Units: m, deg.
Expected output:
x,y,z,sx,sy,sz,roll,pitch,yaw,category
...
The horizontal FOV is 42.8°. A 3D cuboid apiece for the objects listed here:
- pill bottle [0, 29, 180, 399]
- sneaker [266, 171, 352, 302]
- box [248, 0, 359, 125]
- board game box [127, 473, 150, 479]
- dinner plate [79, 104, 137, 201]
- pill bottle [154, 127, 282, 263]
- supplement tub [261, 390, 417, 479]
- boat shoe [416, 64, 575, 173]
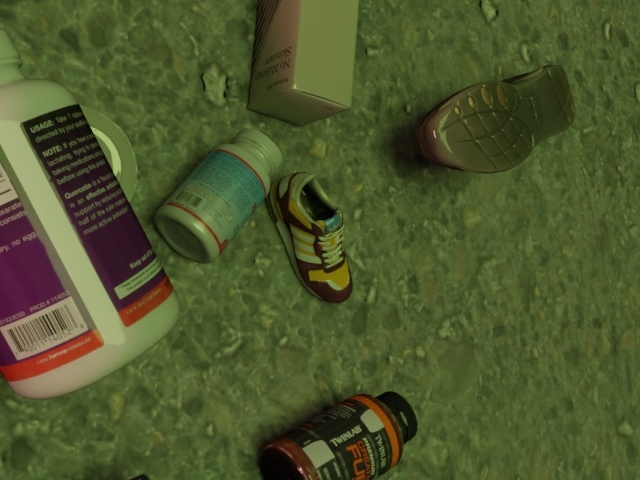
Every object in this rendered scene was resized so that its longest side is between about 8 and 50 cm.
x,y,z,sx,sy,sz,roll,pitch,yaw,category
-0.278,-0.024,0.778,0.181,0.181,0.323,-32,103,-35,pill bottle
0.000,0.000,1.043,0.069,0.083,0.186,-40,107,-33,sneaker
-0.017,-0.298,1.054,0.094,0.113,0.275,13,75,-34,box
-0.187,0.346,0.815,0.194,0.060,0.194,-19,72,-13,board game box
-0.265,-0.082,0.899,0.141,0.017,0.141,7,79,-37,dinner plate
-0.115,-0.056,0.963,0.087,0.087,0.160,49,59,-21,pill bottle
0.031,0.259,1.020,0.197,0.106,0.106,-22,98,-36,supplement tub
0.251,-0.173,1.228,0.355,0.130,0.132,-20,100,-43,boat shoe
